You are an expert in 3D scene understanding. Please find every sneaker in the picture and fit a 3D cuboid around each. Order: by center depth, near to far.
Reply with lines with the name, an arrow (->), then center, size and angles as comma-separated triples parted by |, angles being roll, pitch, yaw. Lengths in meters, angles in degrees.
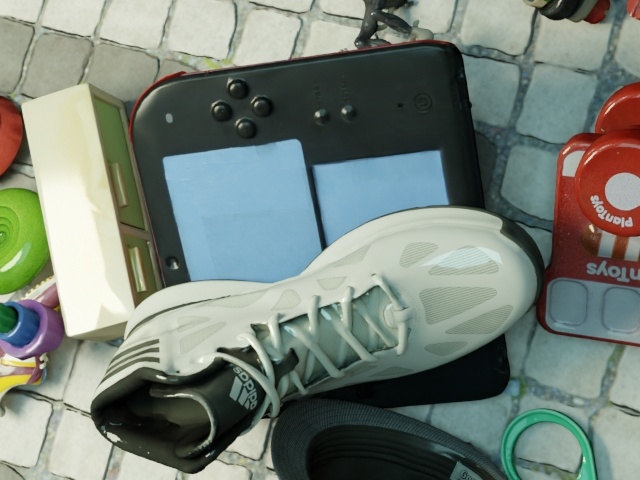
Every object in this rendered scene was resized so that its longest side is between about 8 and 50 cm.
sneaker -> -0.008, 0.117, 1.346 | 0.447, 0.257, 0.169 | -16, 109, 17
sneaker -> -0.326, 0.116, 1.632 | 0.185, 0.069, 0.084 | -45, 90, 7

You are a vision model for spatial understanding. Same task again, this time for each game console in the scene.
game console -> 0.000, 0.000, 1.462 | 0.342, 0.060, 0.386 | -5, 112, 17

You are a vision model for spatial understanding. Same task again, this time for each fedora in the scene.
fedora -> 0.064, 0.281, 1.426 | 0.275, 0.244, 0.124 | 15, 118, -10

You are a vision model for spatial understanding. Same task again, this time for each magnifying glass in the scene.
magnifying glass -> 0.266, 0.274, 1.455 | 0.092, 0.026, 0.231 | -36, 76, 9

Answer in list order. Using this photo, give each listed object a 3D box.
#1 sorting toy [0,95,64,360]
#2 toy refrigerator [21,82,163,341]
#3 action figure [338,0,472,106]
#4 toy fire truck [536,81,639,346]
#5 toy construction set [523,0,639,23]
sorting toy -> -0.384, -0.037, 1.589 | 0.127, 0.126, 0.365 | -31, 60, 13
toy refrigerator -> -0.246, -0.030, 1.603 | 0.094, 0.102, 0.269 | -15, 78, 14
action figure -> 0.072, -0.171, 1.503 | 0.141, 0.164, 0.276 | -13, 69, -10
toy fire truck -> 0.368, -0.003, 1.396 | 0.302, 0.169, 0.254 | 8, 118, 16
toy construction set -> 0.353, -0.303, 1.395 | 0.309, 0.257, 0.237 | 20, 95, -5
